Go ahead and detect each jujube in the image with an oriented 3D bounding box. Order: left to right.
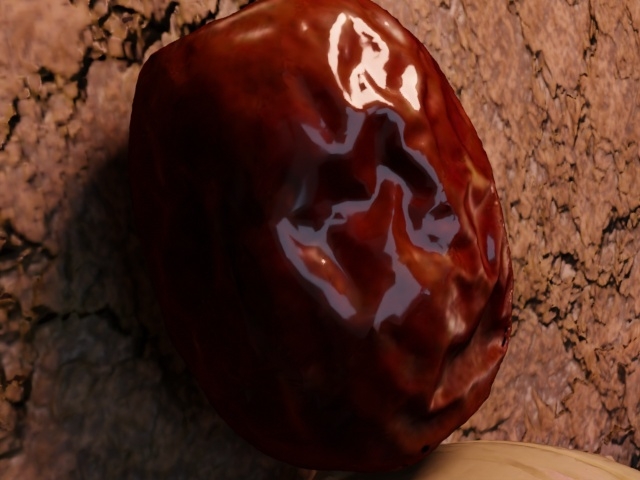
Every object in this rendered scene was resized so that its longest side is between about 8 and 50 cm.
[{"bbox_3d":[0.000,0.000,0.548,0.183,0.183,0.243,-32,102,-41],"label":"jujube"}]

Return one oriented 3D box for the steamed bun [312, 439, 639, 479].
[{"bbox_3d":[0.077,0.264,0.508,0.233,0.312,0.334,12,72,-47],"label":"steamed bun"}]
